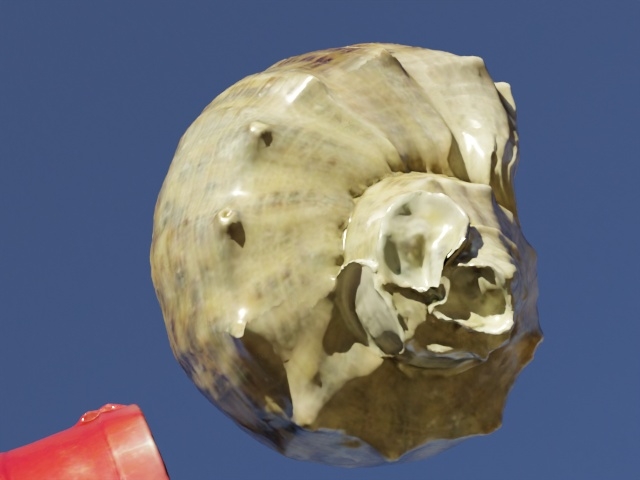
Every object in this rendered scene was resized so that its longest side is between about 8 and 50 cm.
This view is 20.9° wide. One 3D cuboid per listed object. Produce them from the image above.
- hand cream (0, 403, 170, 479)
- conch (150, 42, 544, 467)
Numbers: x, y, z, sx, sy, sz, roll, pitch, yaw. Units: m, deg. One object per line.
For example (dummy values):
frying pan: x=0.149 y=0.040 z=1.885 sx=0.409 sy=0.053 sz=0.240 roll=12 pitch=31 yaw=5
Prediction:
hand cream: x=-0.093 y=0.170 z=0.660 sx=0.125 sy=0.193 sz=0.193 roll=-20 pitch=-71 yaw=-7
conch: x=-0.009 y=-0.003 z=0.837 sx=0.159 sy=0.291 sz=0.210 roll=15 pitch=-96 yaw=-42
